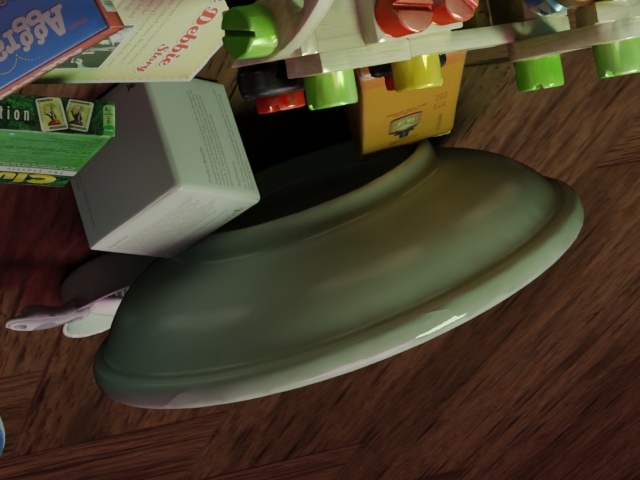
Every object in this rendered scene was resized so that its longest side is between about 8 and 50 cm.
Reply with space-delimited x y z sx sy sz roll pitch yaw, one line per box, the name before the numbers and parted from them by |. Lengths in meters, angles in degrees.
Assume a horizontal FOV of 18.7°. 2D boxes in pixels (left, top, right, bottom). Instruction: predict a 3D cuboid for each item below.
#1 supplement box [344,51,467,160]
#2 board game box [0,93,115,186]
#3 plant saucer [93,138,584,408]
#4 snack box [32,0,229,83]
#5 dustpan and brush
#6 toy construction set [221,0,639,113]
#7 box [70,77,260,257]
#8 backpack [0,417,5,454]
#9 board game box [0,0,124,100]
supplement box | 0.053 -0.124 1.364 0.078 0.080 0.233 -18 167 -3
board game box | -0.271 -0.068 1.223 0.260 0.030 0.136 3 165 -21
plant saucer | 0.000 0.000 1.507 0.400 0.100 0.400 -19 -166 5
snack box | -0.089 -0.195 1.131 0.187 0.060 0.322 -4 155 -37
dustpan and brush | -0.191 0.051 1.661 0.147 0.060 0.211 -35 155 35
toy construction set | 0.067 -0.145 1.100 0.328 0.151 0.215 6 174 -38
box | -0.117 -0.054 1.404 0.102 0.101 0.087 -33 155 33
backpack | -0.356 0.079 1.287 0.290 0.273 0.355 -32 179 3
board game box | -0.258 -0.111 1.060 0.281 0.145 0.027 -28 178 14
